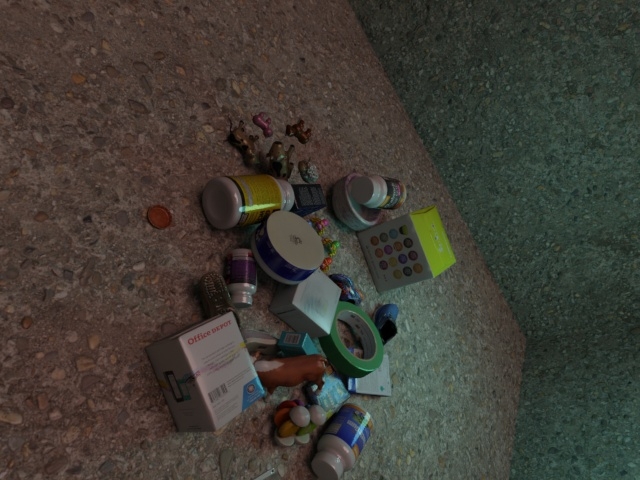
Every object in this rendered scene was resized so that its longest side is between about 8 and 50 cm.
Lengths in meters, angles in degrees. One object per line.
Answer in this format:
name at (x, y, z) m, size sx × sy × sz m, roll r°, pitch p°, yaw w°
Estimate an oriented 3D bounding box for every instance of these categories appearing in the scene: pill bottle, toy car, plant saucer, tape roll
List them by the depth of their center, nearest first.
plant saucer at (-0.525, -0.076, 1.385) m, size 0.083 × 0.013 × 0.084 m, roll 26°, pitch 53°, yaw -41°
toy car at (-0.085, 0.624, 1.488) m, size 0.182 × 0.159 × 0.136 m, roll 18°, pitch 23°, yaw -44°
pill bottle at (-0.279, 0.135, 1.498) m, size 0.108 × 0.108 × 0.194 m, roll 22°, pitch 57°, yaw -43°
pill bottle at (0.082, 0.758, 1.591) m, size 0.272 × 0.152 × 0.152 m, roll -39°, pitch 103°, yaw -52°
pill bottle at (-0.258, -0.153, 1.597) m, size 0.333 × 0.187 × 0.188 m, roll -15°, pitch 84°, yaw -51°
tape roll at (0.130, 0.415, 1.801) m, size 0.321 × 0.077 × 0.321 m, roll 31°, pitch 35°, yaw -25°
pill bottle at (0.284, -0.234, 2.063) m, size 0.278 × 0.162 × 0.162 m, roll -1°, pitch 74°, yaw -49°

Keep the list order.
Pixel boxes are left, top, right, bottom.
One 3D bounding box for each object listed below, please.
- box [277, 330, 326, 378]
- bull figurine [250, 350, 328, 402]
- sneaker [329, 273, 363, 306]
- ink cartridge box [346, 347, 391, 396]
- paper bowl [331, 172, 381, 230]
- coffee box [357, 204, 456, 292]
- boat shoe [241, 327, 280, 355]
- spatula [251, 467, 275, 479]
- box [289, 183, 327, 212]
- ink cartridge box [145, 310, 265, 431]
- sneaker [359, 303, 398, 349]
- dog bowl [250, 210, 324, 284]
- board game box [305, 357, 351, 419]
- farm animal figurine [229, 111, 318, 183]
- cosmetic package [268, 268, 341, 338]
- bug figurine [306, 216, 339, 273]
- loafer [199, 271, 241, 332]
box at (-0.064, 0.422, 1.551) m, size 0.244 × 0.100 × 0.060 m, roll 67°, pitch 32°, yaw -42°
bull figurine at (-0.127, 0.458, 1.447) m, size 0.101 × 0.310 × 0.189 m, roll -95°, pitch -177°, yaw -50°
sneaker at (0.115, 0.233, 1.945) m, size 0.221 × 0.083 × 0.087 m, roll 47°, pitch 48°, yaw -22°
ink cartridge box at (0.199, 0.588, 1.885) m, size 0.311 × 0.065 × 0.186 m, roll 25°, pitch 55°, yaw -43°
paper bowl at (0.167, -0.188, 2.151) m, size 0.284 × 0.148 × 0.285 m, roll 24°, pitch 56°, yaw -42°
coffee box at (0.460, 0.038, 2.237) m, size 0.338 × 0.334 × 0.338 m, roll -18°, pitch 87°, yaw -52°
boat shoe at (-0.205, 0.350, 1.504) m, size 0.227 × 0.079 × 0.081 m, roll 29°, pitch 27°, yaw -53°
spatula at (-0.213, 0.821, 1.318) m, size 0.242 × 0.019 × 0.168 m, roll -1°, pitch 73°, yaw -50°
box at (-0.100, -0.167, 1.822) m, size 0.207 × 0.153 × 0.108 m, roll -12°, pitch 83°, yaw -50°
ink cartridge box at (-0.335, 0.380, 1.241) m, size 0.198 × 0.197 × 0.270 m, roll -21°, pitch 90°, yaw -51°
sneaker at (0.321, 0.415, 2.044) m, size 0.130 × 0.147 × 0.330 m, roll 59°, pitch 38°, yaw -12°
dog bowl at (-0.117, 0.023, 1.560) m, size 0.264 × 0.104 × 0.265 m, roll 28°, pitch 40°, yaw -27°
board game box at (0.014, 0.577, 1.673) m, size 0.194 × 0.060 × 0.194 m, roll -20°, pitch 88°, yaw -52°
farm animal figurine at (-0.196, -0.354, 1.753) m, size 0.327 × 0.330 × 0.172 m, roll 73°, pitch 24°, yaw -43°
cosmetic package at (-0.053, 0.235, 1.696) m, size 0.225 × 0.138 × 0.224 m, roll 45°, pitch 43°, yaw -28°
bug figurine at (0.000, 0.000, 1.924) m, size 0.216 × 0.072 × 0.279 m, roll -39°, pitch 103°, yaw -51°
loafer at (-0.334, 0.228, 1.403) m, size 0.101 × 0.092 × 0.269 m, roll -15°, pitch 100°, yaw -25°
